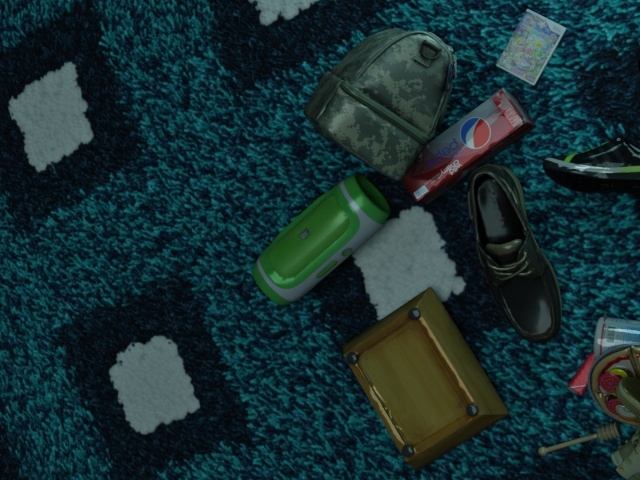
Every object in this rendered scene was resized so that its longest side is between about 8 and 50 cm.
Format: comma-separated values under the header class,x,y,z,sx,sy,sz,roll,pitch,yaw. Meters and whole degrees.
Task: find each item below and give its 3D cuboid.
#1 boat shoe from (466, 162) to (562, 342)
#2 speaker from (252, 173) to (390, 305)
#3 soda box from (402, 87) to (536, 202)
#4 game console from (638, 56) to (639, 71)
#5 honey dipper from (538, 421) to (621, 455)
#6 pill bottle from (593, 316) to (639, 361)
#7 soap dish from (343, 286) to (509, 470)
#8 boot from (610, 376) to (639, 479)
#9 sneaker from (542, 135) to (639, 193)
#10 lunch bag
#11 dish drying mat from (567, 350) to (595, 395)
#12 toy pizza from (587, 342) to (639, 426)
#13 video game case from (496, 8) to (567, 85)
class,x,y,z,sx,sy,sz,roll,pitch,yaw
boat shoe,0.348,0.026,1.913,0.132,0.130,0.356,-24,81,22
speaker,0.000,0.000,2.070,0.296,0.131,0.131,-42,75,18
soda box,0.279,-0.178,1.962,0.263,0.092,0.083,-36,76,20
game console,0.714,-0.235,1.756,0.361,0.044,0.213,32,106,6
honey dipper,0.483,0.375,1.915,0.160,0.030,0.031,-22,82,25
pill bottle,0.579,0.189,1.837,0.160,0.087,0.087,6,93,23
soap dish,0.194,0.273,1.991,0.229,0.118,0.291,-36,76,20
boot,0.568,0.345,1.804,0.213,0.077,0.165,35,129,-9
sneaker,0.531,-0.143,1.875,0.234,0.084,0.097,8,70,22
lunch bag,0.124,-0.277,1.910,0.212,0.305,0.256,30,99,-11
dish drying mat,0.500,0.250,1.916,0.032,0.008,0.083,36,104,20
toy pizza,0.577,0.266,1.814,0.201,0.032,0.201,11,128,15
video game case,0.403,-0.369,1.950,0.087,0.011,0.122,33,103,20
